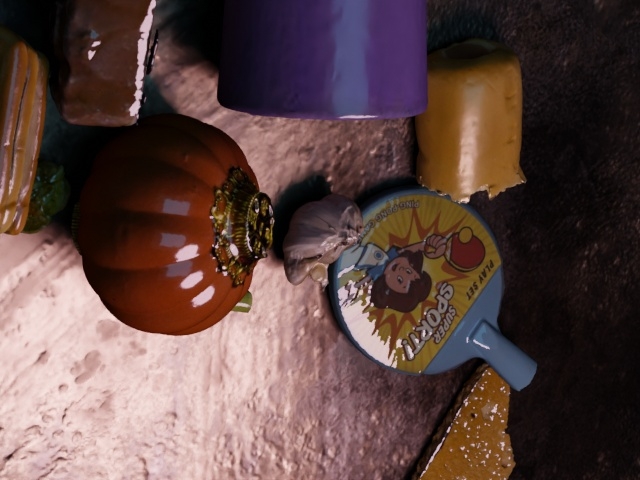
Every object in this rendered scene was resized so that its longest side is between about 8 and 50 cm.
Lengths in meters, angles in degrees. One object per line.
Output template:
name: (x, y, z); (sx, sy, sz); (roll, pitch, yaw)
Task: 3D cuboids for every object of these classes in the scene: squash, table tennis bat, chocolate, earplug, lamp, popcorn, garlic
squash: (-0.116, 0.063, 1.653); (0.083, 0.027, 0.027); (8, 101, -33)
table tennis bat: (0.143, 0.072, 1.795); (0.329, 0.044, 0.215); (41, 80, -28)
chocolate: (-0.202, -0.223, 1.412); (0.093, 0.148, 0.214); (2, 120, -17)
earplug: (0.010, -0.350, 1.503); (0.215, 0.215, 0.456); (-5, 104, -30)
lamp: (-0.145, -0.015, 1.507); (0.223, 0.197, 0.223); (1, 90, -67)
popcorn: (-0.280, -0.042, 1.500); (0.068, 0.059, 0.083); (23, 101, -35)
garlic: (-0.002, -0.002, 1.672); (0.074, 0.094, 0.113); (27, 76, -8)

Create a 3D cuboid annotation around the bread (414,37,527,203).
bread: (0.174, -0.138, 1.733); (0.134, 0.085, 0.173); (-15, 113, -28)

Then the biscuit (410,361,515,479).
biscuit: (0.185, 0.275, 1.905); (0.131, 0.026, 0.237); (34, 84, -35)

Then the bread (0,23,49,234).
bread: (-0.319, -0.107, 1.429); (0.077, 0.116, 0.200); (-6, 110, -56)
